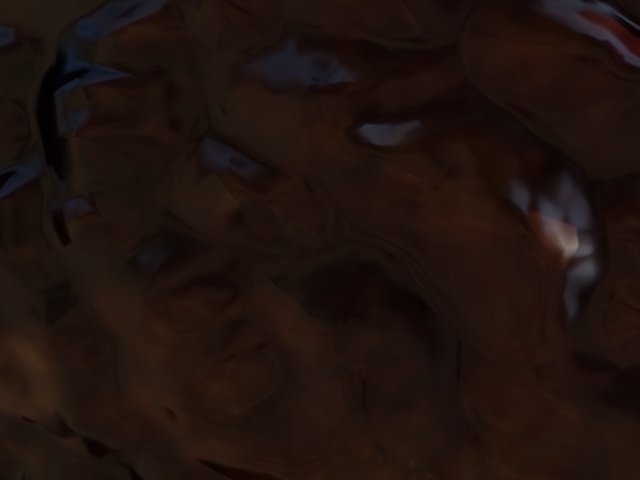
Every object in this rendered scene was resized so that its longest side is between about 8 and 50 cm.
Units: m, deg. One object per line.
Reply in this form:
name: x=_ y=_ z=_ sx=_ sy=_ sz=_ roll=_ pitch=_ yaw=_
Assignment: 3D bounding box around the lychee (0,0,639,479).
lychee: x=0.000 y=0.000 z=0.650 sx=0.500 sy=0.424 sz=0.424 roll=6 pitch=-67 yaw=-31
